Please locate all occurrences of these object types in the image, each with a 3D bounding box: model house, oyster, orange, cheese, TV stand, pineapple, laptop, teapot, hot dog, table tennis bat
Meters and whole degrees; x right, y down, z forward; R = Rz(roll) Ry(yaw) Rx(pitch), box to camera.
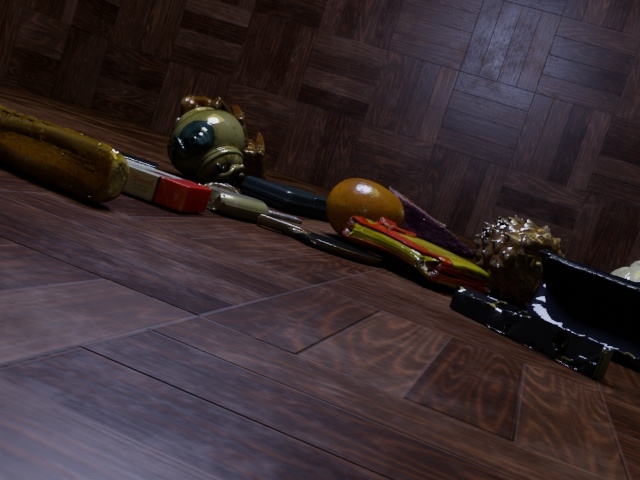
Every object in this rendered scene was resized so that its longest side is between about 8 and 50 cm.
[{"bbox_3d":[-0.220,-0.242,2.047,0.229,0.199,0.219,27,32,28],"label":"model house"},{"bbox_3d":[-0.178,-0.069,1.466,0.081,0.038,0.083,3,39,-32],"label":"oyster"},{"bbox_3d":[0.084,-0.050,1.591,0.156,0.124,0.156,23,-11,5],"label":"orange"},{"bbox_3d":[-0.113,-0.052,1.415,0.192,0.037,0.097,15,8,-38],"label":"cheese"},{"bbox_3d":[0.260,0.111,1.038,0.042,0.036,0.249,12,8,-37],"label":"TV stand"},{"bbox_3d":[0.344,0.031,1.463,0.166,0.166,0.193,17,3,-12],"label":"pineapple"},{"bbox_3d":[-0.434,-0.183,1.743,0.180,0.016,0.129,16,6,-11],"label":"laptop"},{"bbox_3d":[-0.231,-0.183,1.800,0.182,0.173,0.269,57,5,25],"label":"teapot"},{"bbox_3d":[-0.358,-0.114,1.072,0.289,0.083,0.068,22,-12,32],"label":"hot dog"},{"bbox_3d":[0.000,0.000,1.363,0.220,0.019,0.130,20,4,1],"label":"table tennis bat"}]

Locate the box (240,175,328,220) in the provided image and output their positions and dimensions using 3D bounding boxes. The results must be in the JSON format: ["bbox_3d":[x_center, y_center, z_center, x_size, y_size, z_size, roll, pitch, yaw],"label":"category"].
[{"bbox_3d":[-0.060,-0.094,1.892,0.160,0.050,0.230,22,7,37],"label":"box"}]

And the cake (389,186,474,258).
[{"bbox_3d":[0.290,-0.023,2.241,0.295,0.113,0.116,29,9,-13],"label":"cake"}]

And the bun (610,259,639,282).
[{"bbox_3d":[0.675,0.121,1.634,0.259,0.160,0.259,21,4,-2],"label":"bun"}]

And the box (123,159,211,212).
[{"bbox_3d":[-0.253,-0.085,1.239,0.152,0.048,0.100,17,7,11],"label":"box"}]

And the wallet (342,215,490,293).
[{"bbox_3d":[0.157,0.019,1.381,0.141,0.067,0.241,21,4,-44],"label":"wallet"}]

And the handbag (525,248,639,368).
[{"bbox_3d":[0.516,0.128,1.252,0.329,0.122,0.303,12,7,-42],"label":"handbag"}]
